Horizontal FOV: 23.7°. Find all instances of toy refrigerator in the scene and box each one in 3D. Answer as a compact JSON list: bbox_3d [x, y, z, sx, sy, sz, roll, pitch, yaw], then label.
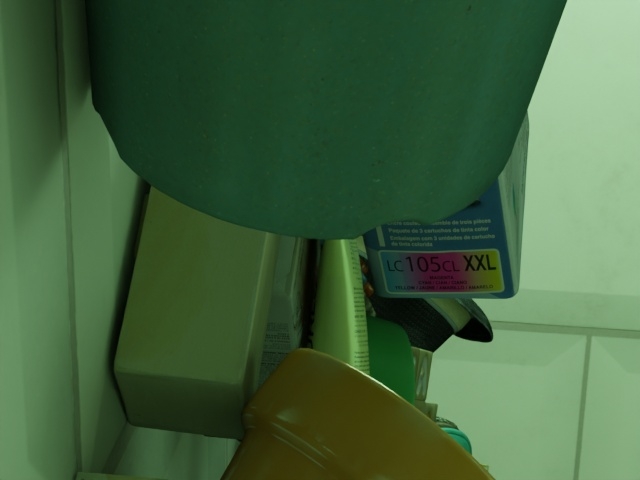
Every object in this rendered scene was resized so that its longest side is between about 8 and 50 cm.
[{"bbox_3d":[-0.078,-0.008,1.065,0.102,0.094,0.269,90,8,-62],"label":"toy refrigerator"}]

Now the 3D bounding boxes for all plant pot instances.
[{"bbox_3d":[0.009,-0.204,0.803,0.341,0.341,0.334,-79,179,-50],"label":"plant pot"},{"bbox_3d":[0.000,0.204,0.951,0.188,0.205,0.205,-49,161,-16],"label":"plant pot"}]

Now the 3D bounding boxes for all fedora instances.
[{"bbox_3d":[0.084,0.100,2.129,0.152,0.334,0.334,-55,169,-7],"label":"fedora"}]

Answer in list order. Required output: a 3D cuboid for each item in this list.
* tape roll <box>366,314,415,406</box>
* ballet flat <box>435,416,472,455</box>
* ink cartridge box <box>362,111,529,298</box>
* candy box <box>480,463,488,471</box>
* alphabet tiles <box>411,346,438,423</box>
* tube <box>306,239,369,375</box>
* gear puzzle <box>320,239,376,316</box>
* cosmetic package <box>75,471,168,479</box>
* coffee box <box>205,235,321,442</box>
[{"bbox_3d":[-0.004,0.222,1.429,0.321,0.077,0.321,-163,-90,-78],"label":"tape roll"},{"bbox_3d":[0.038,0.322,1.846,0.483,0.182,0.164,-35,128,-64],"label":"ballet flat"},{"bbox_3d":[0.103,-0.176,1.419,0.270,0.151,0.395,-79,163,-45],"label":"ink cartridge box"},{"bbox_3d":[0.102,0.312,1.553,0.053,0.109,0.186,21,76,-69],"label":"candy box"},{"bbox_3d":[0.070,0.281,1.634,0.285,0.011,0.342,23,76,-69],"label":"alphabet tiles"},{"bbox_3d":[0.013,0.092,1.226,0.070,0.062,0.240,0,-93,56],"label":"tube"},{"bbox_3d":[0.000,0.000,1.497,0.044,0.175,0.339,-45,170,-3],"label":"gear puzzle"},{"bbox_3d":[-0.123,0.197,0.892,0.041,0.060,0.115,84,10,-56],"label":"cosmetic package"},{"bbox_3d":[-0.054,0.052,1.267,0.246,0.098,0.141,85,11,-56],"label":"coffee box"}]
